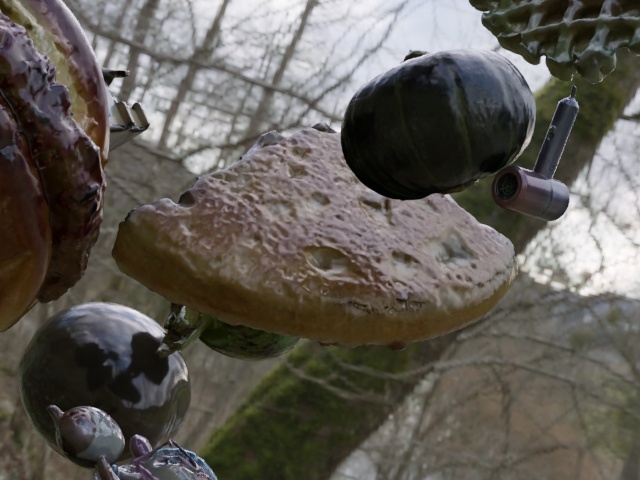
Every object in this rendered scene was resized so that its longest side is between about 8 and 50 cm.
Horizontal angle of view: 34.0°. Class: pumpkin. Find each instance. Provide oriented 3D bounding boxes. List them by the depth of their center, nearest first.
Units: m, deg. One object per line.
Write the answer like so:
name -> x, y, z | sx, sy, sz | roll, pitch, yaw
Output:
pumpkin -> 0.098, -0.099, 0.885 | 0.167, 0.125, 0.167 | -20, 15, 6

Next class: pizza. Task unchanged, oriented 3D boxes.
pizza -> 0.000, 0.000, 1.016 | 0.408, 0.114, 0.278 | 2, 40, -26

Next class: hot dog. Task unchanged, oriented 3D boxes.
hot dog -> -0.318, -0.115, 0.929 | 0.223, 0.405, 0.185 | -17, 26, 22

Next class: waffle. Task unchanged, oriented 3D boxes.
waffle -> 0.338, -0.307, 1.224 | 0.056, 0.291, 0.309 | 56, -1, -38

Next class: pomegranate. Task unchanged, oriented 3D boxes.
pomegranate -> -0.111, 0.062, 1.347 | 0.211, 0.211, 0.263 | 14, 25, 38

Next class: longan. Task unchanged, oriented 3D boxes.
longan -> -0.280, 0.194, 1.387 | 0.248, 0.248, 0.248 | 17, -4, 1

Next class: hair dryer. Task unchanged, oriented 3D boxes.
hair dryer -> 0.186, -0.075, 0.860 | 0.063, 0.114, 0.037 | 14, 9, -41

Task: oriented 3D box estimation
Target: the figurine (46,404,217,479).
figurine -> -0.140, 0.209, 0.779 | 0.205, 0.103, 0.260 | 39, -1, -6

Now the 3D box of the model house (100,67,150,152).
model house -> -0.345, -0.159, 1.154 | 0.271, 0.207, 0.178 | -28, -4, 20
